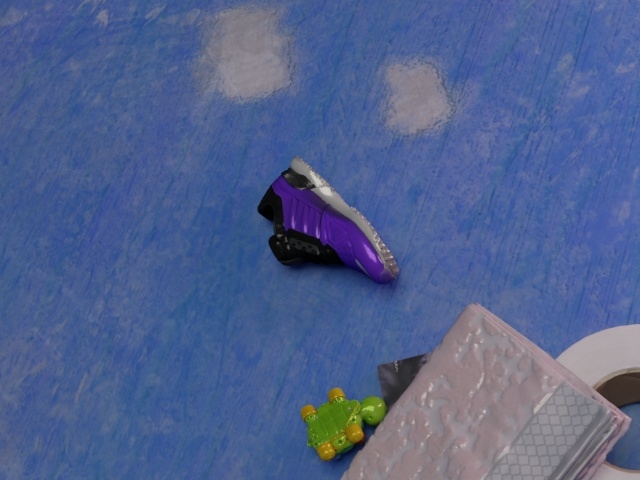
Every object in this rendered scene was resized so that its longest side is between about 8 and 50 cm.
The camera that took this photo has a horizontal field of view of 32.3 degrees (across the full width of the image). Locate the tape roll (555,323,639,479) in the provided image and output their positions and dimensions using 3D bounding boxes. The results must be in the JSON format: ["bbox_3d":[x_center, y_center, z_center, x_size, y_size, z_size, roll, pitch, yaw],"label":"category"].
[{"bbox_3d":[0.424,0.257,1.465,0.286,0.100,0.286,-11,53,15],"label":"tape roll"}]

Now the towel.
[{"bbox_3d":[0.203,0.281,1.483,0.332,0.053,0.317,-53,39,0],"label":"towel"}]

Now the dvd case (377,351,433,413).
[{"bbox_3d":[0.179,0.264,1.611,0.164,0.018,0.221,-15,59,10],"label":"dvd case"}]

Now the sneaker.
[{"bbox_3d":[0.000,0.000,1.777,0.146,0.102,0.293,-42,53,-2],"label":"sneaker"}]

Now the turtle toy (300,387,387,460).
[{"bbox_3d":[0.037,0.269,1.623,0.130,0.066,0.095,-33,49,6],"label":"turtle toy"}]
